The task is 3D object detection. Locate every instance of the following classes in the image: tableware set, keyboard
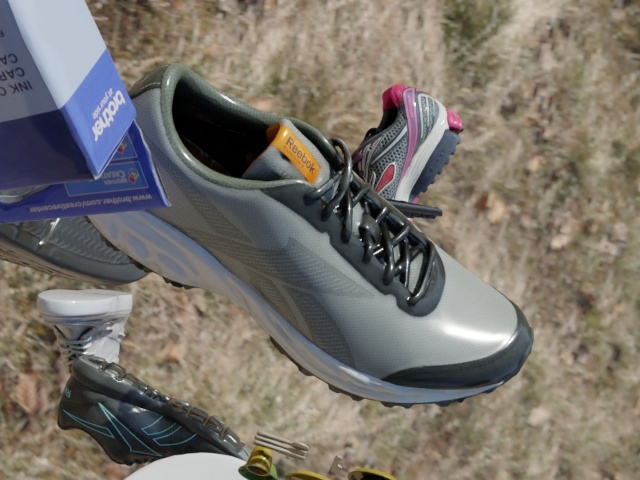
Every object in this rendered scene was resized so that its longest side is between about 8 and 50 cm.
[{"bbox_3d":[0.006,0.208,1.110,0.154,0.104,0.024,18,61,0],"label":"tableware set"},{"bbox_3d":[0.044,-0.043,1.539,0.180,0.108,0.023,8,94,-36],"label":"keyboard"}]

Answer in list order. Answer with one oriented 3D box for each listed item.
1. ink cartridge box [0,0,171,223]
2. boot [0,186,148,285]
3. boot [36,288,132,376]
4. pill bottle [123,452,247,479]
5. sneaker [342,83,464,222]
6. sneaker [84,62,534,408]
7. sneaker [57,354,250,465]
[{"bbox_3d":[-0.206,-0.113,0.574,0.065,0.185,0.311,-71,147,-46],"label":"ink cartridge box"},{"bbox_3d":[-0.316,-0.056,0.870,0.377,0.284,0.138,27,59,-32],"label":"boot"},{"bbox_3d":[-0.316,0.131,1.777,0.258,0.095,0.123,10,87,-79],"label":"boot"},{"bbox_3d":[-0.123,0.446,1.509,0.224,0.224,0.392,-32,138,-26],"label":"pill bottle"},{"bbox_3d":[0.069,-0.067,1.760,0.112,0.121,0.299,33,78,-19],"label":"sneaker"},{"bbox_3d":[0.000,0.000,0.714,0.271,0.108,0.100,28,44,-8],"label":"sneaker"},{"bbox_3d":[-0.219,0.250,1.726,0.267,0.101,0.106,27,92,1],"label":"sneaker"}]
